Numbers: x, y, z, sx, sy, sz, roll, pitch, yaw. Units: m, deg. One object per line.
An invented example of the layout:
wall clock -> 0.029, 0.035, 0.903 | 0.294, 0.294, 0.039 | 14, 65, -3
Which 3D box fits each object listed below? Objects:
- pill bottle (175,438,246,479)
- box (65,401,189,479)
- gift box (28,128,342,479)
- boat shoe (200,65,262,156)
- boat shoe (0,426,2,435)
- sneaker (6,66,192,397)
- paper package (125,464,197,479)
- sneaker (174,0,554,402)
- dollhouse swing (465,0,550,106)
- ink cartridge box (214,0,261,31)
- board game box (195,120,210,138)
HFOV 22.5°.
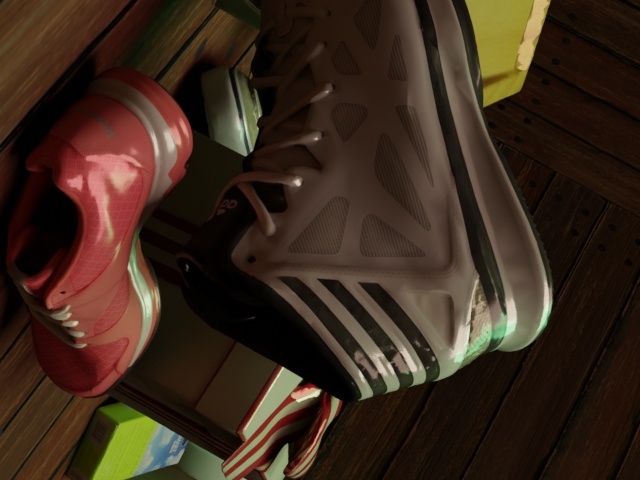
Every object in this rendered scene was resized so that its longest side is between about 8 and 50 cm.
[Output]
pill bottle -> -0.069, 0.124, 2.098 | 0.392, 0.224, 0.224 | -64, 173, 31
box -> -0.223, 0.241, 1.982 | 0.178, 0.042, 0.109 | -9, 131, -57
gift box -> -0.085, 0.069, 1.439 | 0.255, 0.258, 0.276 | -60, 165, -11
boat shoe -> -0.045, -0.101, 1.588 | 0.302, 0.094, 0.109 | 52, 26, -72
boat shoe -> -0.324, 0.257, 1.246 | 0.285, 0.092, 0.103 | -57, 173, -26
sneaker -> -0.197, 0.014, 1.225 | 0.136, 0.116, 0.313 | -40, 154, -45
paper package -> -0.257, 0.434, 2.269 | 0.309, 0.168, 0.325 | -63, 174, 20
sneaker -> -0.011, -0.088, 1.235 | 0.257, 0.447, 0.169 | -21, 175, -30
dollhouse swing -> 0.089, -0.334, 1.647 | 0.305, 0.315, 0.346 | -8, 128, -30
ink cartridge box -> 0.003, -0.274, 1.391 | 0.209, 0.109, 0.062 | -63, 173, 22
board game box -> -0.126, -0.071, 1.663 | 0.126, 0.026, 0.186 | -65, 172, 33
